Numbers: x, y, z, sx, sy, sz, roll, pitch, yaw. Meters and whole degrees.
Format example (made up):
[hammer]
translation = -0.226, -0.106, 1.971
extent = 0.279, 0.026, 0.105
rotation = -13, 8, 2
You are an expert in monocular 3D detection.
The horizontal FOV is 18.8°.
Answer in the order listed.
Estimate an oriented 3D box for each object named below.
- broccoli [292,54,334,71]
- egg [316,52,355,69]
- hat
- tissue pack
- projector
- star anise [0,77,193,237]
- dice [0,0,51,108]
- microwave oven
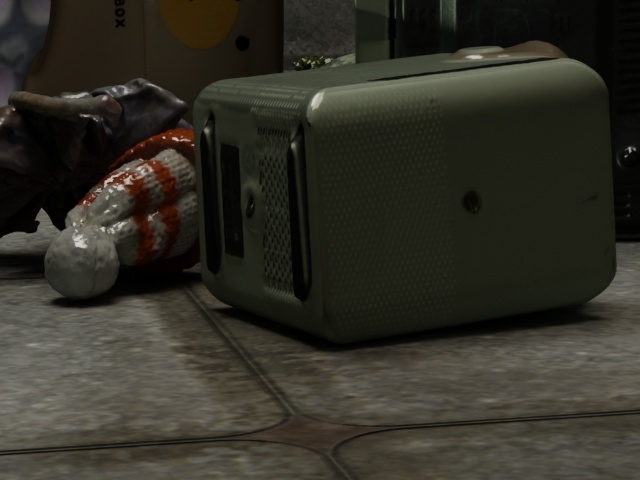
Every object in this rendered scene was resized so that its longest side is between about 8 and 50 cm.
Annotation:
[broccoli]
translation = -0.044, -0.145, 2.276
extent = 0.204, 0.122, 0.118
rotation = -19, -1, -19
[egg]
translation = 0.033, -0.110, 1.830
extent = 0.172, 0.132, 0.132
rotation = -8, 3, 33
[hat]
translation = -0.135, -0.010, 1.309
extent = 0.112, 0.094, 0.162
rotation = -41, -7, 31
[tissue pack]
translation = -0.165, -0.263, 2.018
extent = 0.276, 0.387, 0.267
rotation = 0, 6, 2
[projector]
translation = 0.059, -0.033, 1.195
extent = 0.242, 0.163, 0.177
rotation = -10, 12, -25
[star anise]
translation = -0.188, -0.068, 1.417
extent = 0.230, 0.081, 0.262
rotation = -8, -19, -16
[dice]
translation = -0.406, -0.237, 2.274
extent = 0.270, 0.270, 0.271
rotation = -9, 12, -44
[microwave oven]
translation = 0.160, -0.187, 1.566
extent = 0.286, 0.355, 0.218
rotation = 1, 8, 10
